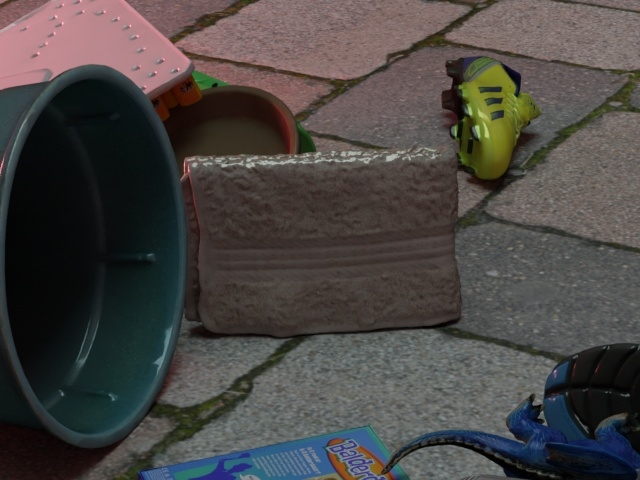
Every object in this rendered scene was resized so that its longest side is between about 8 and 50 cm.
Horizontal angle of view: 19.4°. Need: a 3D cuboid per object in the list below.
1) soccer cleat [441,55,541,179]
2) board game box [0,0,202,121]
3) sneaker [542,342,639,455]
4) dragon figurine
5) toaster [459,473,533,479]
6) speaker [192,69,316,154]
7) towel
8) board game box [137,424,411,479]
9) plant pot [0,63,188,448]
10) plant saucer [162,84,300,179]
[{"bbox_3d":[0.218,-0.157,2.307,0.121,0.093,0.289,4,25,-4],"label":"soccer cleat"},{"bbox_3d":[-0.364,-0.145,2.193,0.390,0.050,0.390,-32,31,-8],"label":"board game box"},{"bbox_3d":[0.364,0.160,1.621,0.341,0.125,0.140,6,-1,21],"label":"sneaker"},{"bbox_3d":[0.204,0.192,1.503,0.289,0.085,0.144,10,15,-10],"label":"dragon figurine"},{"bbox_3d":[0.147,0.253,1.376,0.146,0.129,0.227,9,28,26],"label":"toaster"},{"bbox_3d":[-0.138,-0.124,2.214,0.131,0.131,0.296,-20,31,-35],"label":"speaker"},{"bbox_3d":[0.000,0.000,1.863,0.282,0.187,0.049,-4,21,-3],"label":"towel"},{"bbox_3d":[-0.028,0.226,1.539,0.210,0.047,0.160,-10,25,-16],"label":"board game box"},{"bbox_3d":[-0.346,0.014,1.723,0.334,0.341,0.341,0,24,22],"label":"plant pot"},{"bbox_3d":[-0.141,-0.054,2.025,0.278,0.041,0.277,-17,45,18],"label":"plant saucer"}]
